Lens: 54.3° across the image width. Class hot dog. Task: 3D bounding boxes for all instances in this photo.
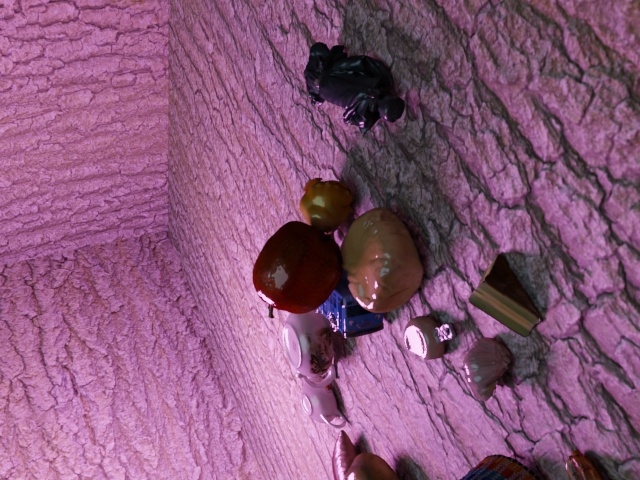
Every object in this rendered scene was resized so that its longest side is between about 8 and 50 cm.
[{"bbox_3d":[0.427,0.396,0.965,0.062,0.038,0.144,113,140,-58],"label":"hot dog"}]

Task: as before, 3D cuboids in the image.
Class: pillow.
[{"bbox_3d":[0.083,0.697,1.820,0.223,0.084,0.236,90,164,-49],"label":"pillow"}]

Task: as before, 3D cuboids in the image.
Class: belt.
[{"bbox_3d":[0.322,0.521,1.135,0.207,0.150,0.257,43,142,37],"label":"belt"}]

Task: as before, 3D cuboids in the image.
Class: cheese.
[{"bbox_3d":[0.230,0.205,1.292,0.171,0.048,0.092,3,106,65],"label":"cheese"},{"bbox_3d":[0.129,0.039,1.361,0.225,0.117,0.213,111,144,-45],"label":"cheese"}]

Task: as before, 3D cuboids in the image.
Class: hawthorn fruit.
[{"bbox_3d":[-0.065,0.083,1.465,0.253,0.205,0.205,-54,42,13],"label":"hawthorn fruit"}]

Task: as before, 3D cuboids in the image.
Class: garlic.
[{"bbox_3d":[0.296,0.231,1.127,0.094,0.074,0.113,121,147,-71],"label":"garlic"}]

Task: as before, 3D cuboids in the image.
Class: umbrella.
[{"bbox_3d":[0.071,-0.317,1.311,0.349,0.094,0.143,41,132,51],"label":"umbrella"}]

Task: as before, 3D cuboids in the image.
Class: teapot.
[{"bbox_3d":[-0.001,0.502,1.931,0.226,0.092,0.145,47,144,44],"label":"teapot"},{"bbox_3d":[-0.024,0.300,1.814,0.204,0.140,0.297,37,132,54],"label":"teapot"}]

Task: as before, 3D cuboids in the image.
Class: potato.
[{"bbox_3d":[0.166,0.686,1.589,0.296,0.141,0.191,62,142,22],"label":"potato"}]

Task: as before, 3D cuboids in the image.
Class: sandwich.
[{"bbox_3d":[0.326,0.094,1.067,0.117,0.074,0.074,34,143,11],"label":"sandwich"}]

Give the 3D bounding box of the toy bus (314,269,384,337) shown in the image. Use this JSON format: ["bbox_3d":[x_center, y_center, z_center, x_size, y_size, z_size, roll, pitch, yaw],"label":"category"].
[{"bbox_3d":[0.059,0.138,1.559,0.234,0.116,0.133,-143,48,-59],"label":"toy bus"}]

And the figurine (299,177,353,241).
[{"bbox_3d":[0.011,-0.055,1.561,0.156,0.131,0.246,-76,-6,-49],"label":"figurine"}]
